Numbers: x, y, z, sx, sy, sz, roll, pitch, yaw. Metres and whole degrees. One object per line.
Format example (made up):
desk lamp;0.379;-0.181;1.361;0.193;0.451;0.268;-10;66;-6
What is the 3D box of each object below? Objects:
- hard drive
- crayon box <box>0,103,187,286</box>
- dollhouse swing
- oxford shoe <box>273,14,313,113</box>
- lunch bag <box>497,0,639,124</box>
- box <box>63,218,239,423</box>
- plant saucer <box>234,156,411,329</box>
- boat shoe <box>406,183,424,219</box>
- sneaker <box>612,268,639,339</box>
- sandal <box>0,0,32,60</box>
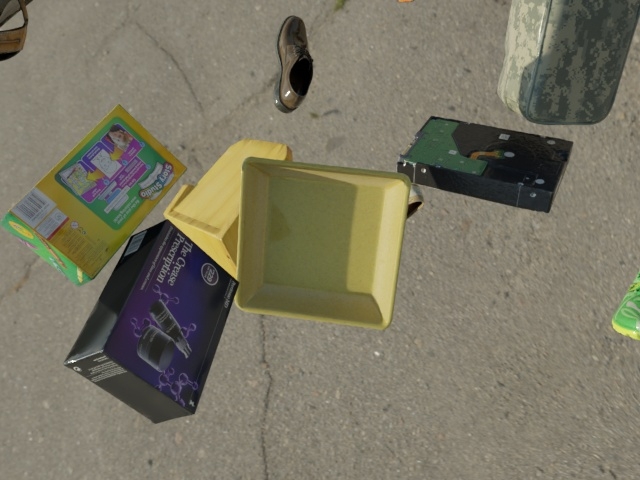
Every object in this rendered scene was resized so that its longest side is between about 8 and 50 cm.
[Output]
hard drive;0.367;-0.178;1.363;0.338;0.064;0.237;16;41;22
crayon box;-0.380;-0.081;1.049;0.081;0.165;0.278;-19;32;51
dollhouse swing;-0.195;-0.057;1.634;0.305;0.315;0.346;-39;31;-24
oxford shoe;-0.047;-0.402;1.349;0.096;0.082;0.227;-19;68;54
lunch bag;0.487;-0.416;1.271;0.256;0.212;0.305;-114;24;-61
box;-0.254;0.126;0.972;0.103;0.184;0.261;-20;39;30
plant saucer;0.000;0.000;1.255;0.332;0.081;0.333;7;109;4
boat shoe;0.164;-0.055;1.372;0.170;0.063;0.059;-44;42;24
sneaker;0.634;0.092;1.158;0.109;0.295;0.124;11;122;35
sandal;-0.407;-0.242;0.752;0.090;0.060;0.219;-2;52;59
